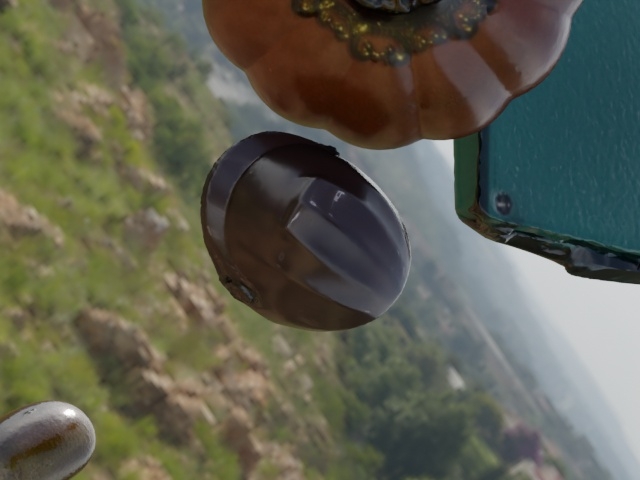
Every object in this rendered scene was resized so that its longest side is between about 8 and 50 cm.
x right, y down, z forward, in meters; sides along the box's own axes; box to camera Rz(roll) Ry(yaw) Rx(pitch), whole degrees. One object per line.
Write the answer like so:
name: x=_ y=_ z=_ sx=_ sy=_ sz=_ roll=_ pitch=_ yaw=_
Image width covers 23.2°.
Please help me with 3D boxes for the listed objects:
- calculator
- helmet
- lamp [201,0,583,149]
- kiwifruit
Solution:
calculator: x=0.185 y=-0.100 z=1.093 sx=0.274 sy=0.058 sz=0.248 roll=8 pitch=76 yaw=-40
helmet: x=0.000 y=0.000 z=0.833 sx=0.070 sy=0.098 sz=0.123 roll=16 pitch=-21 yaw=46
lamp: x=0.039 y=-0.160 z=0.864 sx=0.223 sy=0.223 sz=0.196 roll=55 pitch=7 yaw=-6
kiwifruit: x=-0.227 y=0.166 z=1.208 sx=0.124 sy=0.075 sz=0.075 roll=-24 pitch=77 yaw=-47
